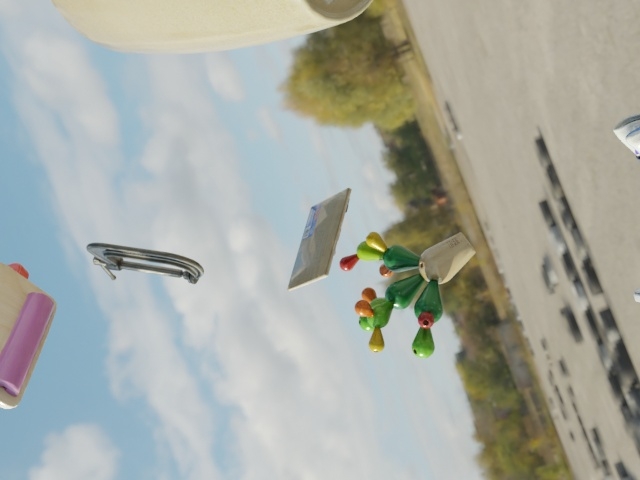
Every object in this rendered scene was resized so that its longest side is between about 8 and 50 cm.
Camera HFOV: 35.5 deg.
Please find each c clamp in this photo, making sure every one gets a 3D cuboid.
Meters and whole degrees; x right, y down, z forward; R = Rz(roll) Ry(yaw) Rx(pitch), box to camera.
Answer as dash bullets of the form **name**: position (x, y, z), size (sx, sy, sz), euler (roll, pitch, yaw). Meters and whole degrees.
- **c clamp**: position (-0.207, 0.027, 1.189), size (0.137, 0.161, 0.022), euler (53, -134, -64)

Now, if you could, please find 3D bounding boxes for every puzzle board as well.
- **puzzle board**: position (0.000, 0.000, 1.304), size (0.011, 0.096, 0.128), euler (27, -117, -23)

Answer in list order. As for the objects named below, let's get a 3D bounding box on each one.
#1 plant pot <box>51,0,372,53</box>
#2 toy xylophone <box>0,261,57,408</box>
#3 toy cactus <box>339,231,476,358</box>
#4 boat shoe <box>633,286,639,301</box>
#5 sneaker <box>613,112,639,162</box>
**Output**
- **plant pot**: position (-0.079, -0.277, 0.908), size (0.274, 0.256, 0.256), euler (21, 152, 39)
- **toy xylophone**: position (-0.362, 0.086, 0.828), size (0.081, 0.323, 0.236), euler (56, -146, -34)
- **toy cactus**: position (0.115, 0.049, 1.306), size (0.112, 0.180, 0.219), euler (47, -171, -33)
- **boat shoe**: position (0.342, 0.038, 0.969), size (0.100, 0.035, 0.035), euler (-22, 81, 63)
- **sneaker**: position (0.550, -0.098, 1.574), size (0.322, 0.236, 0.130), euler (-66, -4, 33)
